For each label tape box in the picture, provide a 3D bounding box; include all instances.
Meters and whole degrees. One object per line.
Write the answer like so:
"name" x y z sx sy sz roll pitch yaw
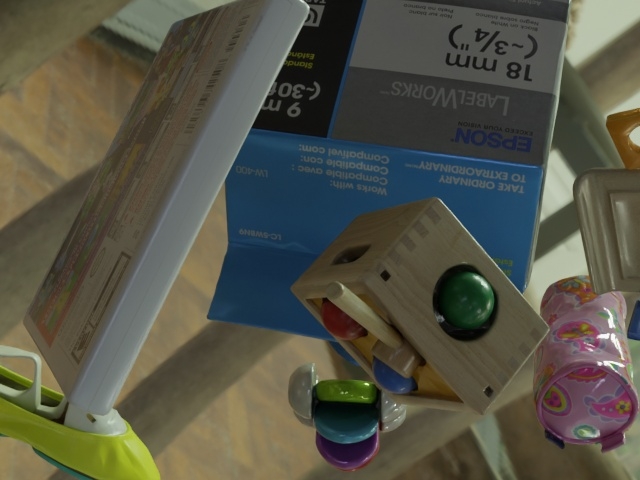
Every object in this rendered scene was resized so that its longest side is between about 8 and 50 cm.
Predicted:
"label tape box" 0.059 -0.089 0.786 0.106 0.240 0.334 80 21 -59

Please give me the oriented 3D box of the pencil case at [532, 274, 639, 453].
"pencil case" 0.332 0.147 1.276 0.124 0.124 0.284 51 23 -11

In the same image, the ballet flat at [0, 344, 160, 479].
"ballet flat" -0.231 0.138 0.842 0.230 0.077 0.077 23 8 -5

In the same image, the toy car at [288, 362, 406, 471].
"toy car" 0.037 0.245 1.381 0.182 0.159 0.136 81 12 -70

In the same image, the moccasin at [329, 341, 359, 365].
"moccasin" 0.000 0.000 1.341 0.117 0.137 0.342 -23 95 -73

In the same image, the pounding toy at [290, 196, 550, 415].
"pounding toy" 0.049 0.044 0.610 0.130 0.100 0.141 48 -20 -13

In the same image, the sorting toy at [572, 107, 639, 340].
"sorting toy" 0.349 -0.015 0.959 0.348 0.195 0.047 64 33 -45

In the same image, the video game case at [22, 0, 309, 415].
"video game case" -0.088 -0.027 0.516 0.023 0.201 0.183 27 -4 -23
